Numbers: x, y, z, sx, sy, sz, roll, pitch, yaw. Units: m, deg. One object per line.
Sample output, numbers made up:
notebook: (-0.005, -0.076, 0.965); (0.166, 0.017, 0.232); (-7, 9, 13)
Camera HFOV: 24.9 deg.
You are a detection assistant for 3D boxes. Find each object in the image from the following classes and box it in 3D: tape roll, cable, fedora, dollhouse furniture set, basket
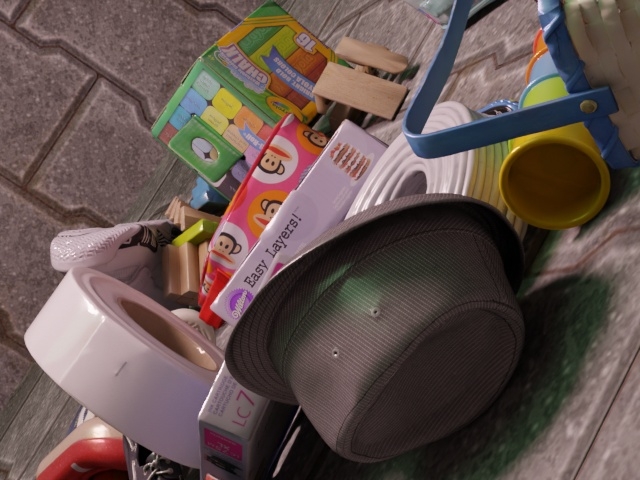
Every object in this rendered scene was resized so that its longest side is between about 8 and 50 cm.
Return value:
tape roll: (-0.208, 0.150, 1.727); (0.100, 0.286, 0.286); (-54, 14, 4)
cable: (0.101, -0.011, 1.399); (0.257, 0.089, 0.257); (-26, 43, 59)
fedora: (0.065, 0.092, 1.200); (0.275, 0.243, 0.124); (-41, 47, 18)
dollhouse furniture set: (0.082, -0.210, 2.109); (0.144, 0.123, 0.151); (-62, -19, -24)
basket: (0.219, -0.174, 1.167); (0.289, 0.201, 0.255); (-6, 42, 30)

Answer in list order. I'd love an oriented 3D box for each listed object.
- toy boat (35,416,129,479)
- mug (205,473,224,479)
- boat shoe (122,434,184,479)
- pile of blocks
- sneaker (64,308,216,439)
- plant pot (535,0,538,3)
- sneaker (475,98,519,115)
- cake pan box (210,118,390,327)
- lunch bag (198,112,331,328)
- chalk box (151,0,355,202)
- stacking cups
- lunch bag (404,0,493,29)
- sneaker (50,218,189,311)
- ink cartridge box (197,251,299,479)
toy boat: (-0.272, 0.326, 1.902); (0.231, 0.151, 0.151); (-43, 49, 42)
mug: (-0.085, 0.325, 1.363); (0.113, 0.150, 0.169); (20, 78, 38)
boat shoe: (-0.201, 0.277, 1.732); (0.075, 0.065, 0.206); (-20, 40, -5)
pile of blocks: (-0.136, -0.052, 2.221); (0.112, 0.149, 0.362); (-34, 26, 41)
sneaker: (-0.275, 0.229, 2.076); (0.350, 0.131, 0.148); (-53, 19, 10)
plant pot: (0.238, -0.404, 1.624); (0.215, 0.230, 0.215); (-51, 15, 19)
sneaker: (0.154, -0.092, 1.528); (0.078, 0.067, 0.188); (-56, 16, -27)
cake pan box: (0.000, 0.000, 1.630); (0.267, 0.070, 0.246); (-54, -15, 3)
lunch bag: (-0.074, -0.002, 1.850); (0.258, 0.120, 0.293); (-59, -2, -19)
chalk box: (-0.113, -0.192, 2.139); (0.179, 0.180, 0.289); (-49, 1, 41)
stacking cups: (0.224, -0.131, 1.356); (0.096, 0.096, 0.316); (-47, 14, 32)
lunch bag: (0.223, -0.404, 1.920); (0.279, 0.108, 0.224); (-31, 33, 62)
sneaker: (-0.290, 0.079, 2.205); (0.366, 0.137, 0.210); (-13, -83, -75)
ink cartridge box: (-0.061, 0.158, 1.457); (0.311, 0.065, 0.186); (93, -160, -64)
